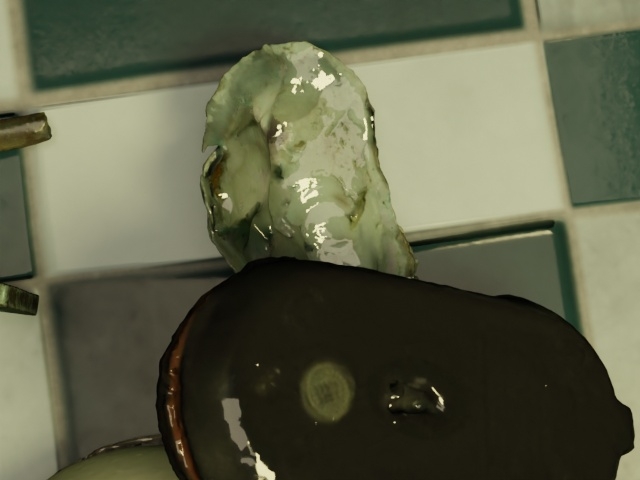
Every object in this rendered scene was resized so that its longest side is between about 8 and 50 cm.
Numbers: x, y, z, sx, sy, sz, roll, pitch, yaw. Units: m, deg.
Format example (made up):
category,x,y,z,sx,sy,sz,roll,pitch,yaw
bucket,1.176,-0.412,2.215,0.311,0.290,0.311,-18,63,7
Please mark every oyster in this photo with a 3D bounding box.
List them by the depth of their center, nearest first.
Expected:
category,x,y,z,sx,sy,sz,roll,pitch,yaw
oyster,0.002,-0.001,1.002,0.252,0.087,0.199,49,61,-15

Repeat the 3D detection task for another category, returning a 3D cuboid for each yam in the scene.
category,x,y,z,sx,sy,sz,roll,pitch,yaw
yam,-0.303,-0.052,1.034,0.234,0.029,0.027,-13,57,-1

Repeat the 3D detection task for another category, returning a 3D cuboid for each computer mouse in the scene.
category,x,y,z,sx,sy,sz,roll,pitch,yaw
computer mouse,0.044,0.110,0.910,0.323,0.116,0.183,12,73,-28

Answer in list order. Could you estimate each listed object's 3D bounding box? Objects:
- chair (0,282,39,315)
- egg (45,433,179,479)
category,x,y,z,sx,sy,sz,roll,pitch,yaw
chair,-0.339,0.071,0.963,0.270,0.136,0.147,14,85,-1
egg,-0.111,0.254,0.929,0.286,0.174,0.264,-14,80,1
